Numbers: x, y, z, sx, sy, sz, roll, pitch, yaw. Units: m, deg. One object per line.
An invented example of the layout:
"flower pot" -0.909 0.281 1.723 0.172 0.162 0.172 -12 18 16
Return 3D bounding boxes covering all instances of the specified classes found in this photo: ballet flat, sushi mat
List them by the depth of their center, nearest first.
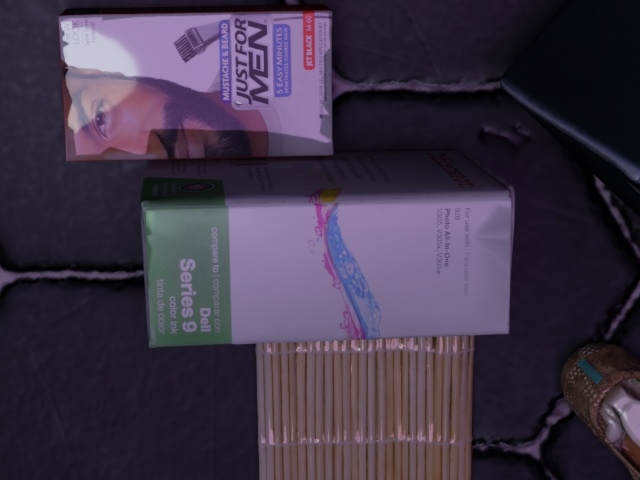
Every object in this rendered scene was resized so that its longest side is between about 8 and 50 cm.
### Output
"ballet flat" 0.246 0.153 0.939 0.206 0.067 0.073 39 96 -13
"sushi mat" 0.033 0.200 0.955 0.151 0.019 0.316 -2 103 -4

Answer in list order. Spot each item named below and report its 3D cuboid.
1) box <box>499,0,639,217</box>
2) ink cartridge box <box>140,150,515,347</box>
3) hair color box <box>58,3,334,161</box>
"box" 0.362 -0.125 0.790 0.293 0.212 0.395 39 96 -24
"ink cartridge box" 0.000 0.000 0.835 0.212 0.154 0.093 -3 103 -5
"hair color box" -0.077 -0.100 0.858 0.167 0.053 0.093 -2 104 -4
